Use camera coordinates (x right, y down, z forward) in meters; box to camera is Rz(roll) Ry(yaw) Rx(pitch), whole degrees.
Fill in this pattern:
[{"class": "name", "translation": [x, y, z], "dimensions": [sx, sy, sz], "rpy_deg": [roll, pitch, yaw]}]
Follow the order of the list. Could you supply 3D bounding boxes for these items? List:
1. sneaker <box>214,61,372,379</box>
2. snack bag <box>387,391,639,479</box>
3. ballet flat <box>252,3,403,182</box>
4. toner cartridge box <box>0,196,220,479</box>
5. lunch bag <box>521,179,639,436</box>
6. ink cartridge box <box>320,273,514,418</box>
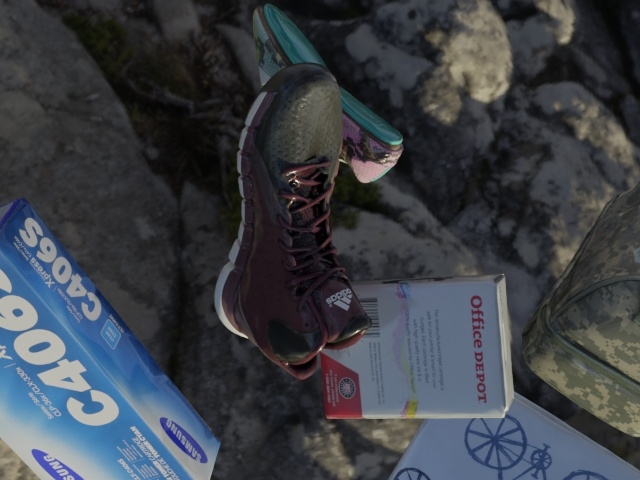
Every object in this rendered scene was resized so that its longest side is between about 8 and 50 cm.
[{"class": "sneaker", "translation": [0.000, 0.000, 0.782], "dimensions": [0.106, 0.162, 0.281], "rpy_deg": [-12, 129, -35]}, {"class": "snack bag", "translation": [0.255, 0.400, 1.309], "dimensions": [0.323, 0.342, 0.037], "rpy_deg": [31, 7, 8]}, {"class": "ballet flat", "translation": [-0.010, -0.145, 0.929], "dimensions": [0.221, 0.079, 0.077], "rpy_deg": [47, 29, 11]}, {"class": "toner cartridge box", "translation": [-0.264, 0.135, 0.901], "dimensions": [0.347, 0.165, 0.075], "rpy_deg": [57, 26, -27]}, {"class": "lunch bag", "translation": [0.408, 0.050, 1.073], "dimensions": [0.213, 0.256, 0.305], "rpy_deg": [34, 55, 14]}, {"class": "ink cartridge box", "translation": [0.092, 0.101, 0.861], "dimensions": [0.072, 0.175, 0.127], "rpy_deg": [-10, 96, -70]}]
